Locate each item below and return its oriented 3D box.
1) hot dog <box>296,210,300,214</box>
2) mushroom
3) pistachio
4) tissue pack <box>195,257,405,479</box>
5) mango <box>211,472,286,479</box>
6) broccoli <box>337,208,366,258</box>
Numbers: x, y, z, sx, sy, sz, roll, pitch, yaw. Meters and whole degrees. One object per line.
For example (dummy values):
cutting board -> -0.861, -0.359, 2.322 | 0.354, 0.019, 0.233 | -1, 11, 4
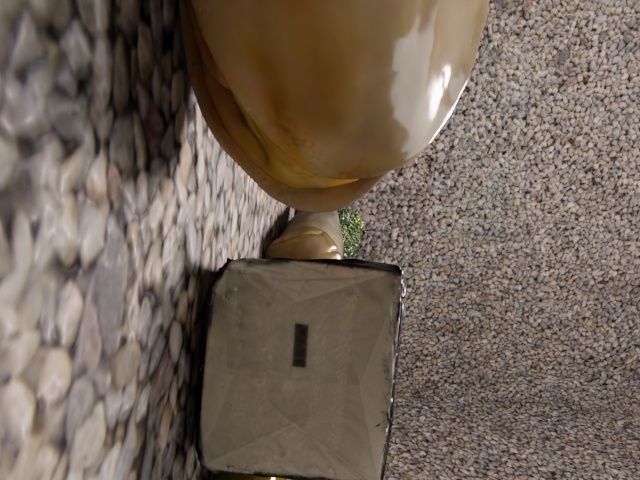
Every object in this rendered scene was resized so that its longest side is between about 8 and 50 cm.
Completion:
hot dog -> -0.022, -0.084, 1.419 | 0.090, 0.060, 0.140 | 54, 37, -61
mushroom -> -0.019, 0.020, 1.087 | 0.407, 0.137, 0.154 | -59, 165, -78
pistachio -> 0.012, -0.182, 0.406 | 0.230, 0.229, 0.309 | 79, 16, -80
tissue pack -> -0.016, 0.130, 0.665 | 0.370, 0.198, 0.210 | 65, 34, -83
mango -> -0.090, 0.346, 0.645 | 0.137, 0.091, 0.238 | -54, 155, -74
broccoli -> 0.058, -0.024, 1.972 | 0.226, 0.197, 0.176 | 44, 64, -78
